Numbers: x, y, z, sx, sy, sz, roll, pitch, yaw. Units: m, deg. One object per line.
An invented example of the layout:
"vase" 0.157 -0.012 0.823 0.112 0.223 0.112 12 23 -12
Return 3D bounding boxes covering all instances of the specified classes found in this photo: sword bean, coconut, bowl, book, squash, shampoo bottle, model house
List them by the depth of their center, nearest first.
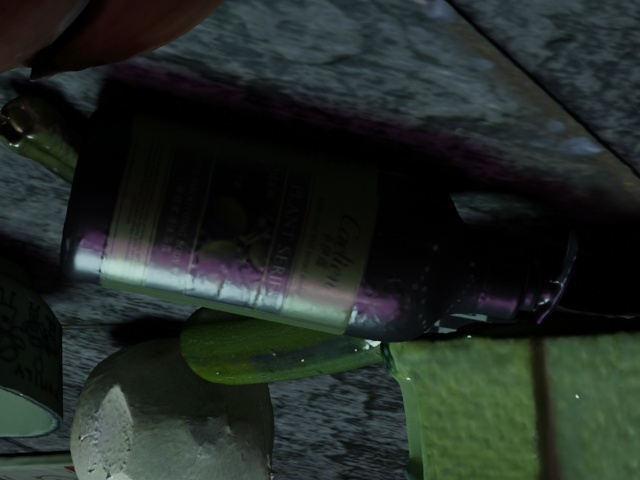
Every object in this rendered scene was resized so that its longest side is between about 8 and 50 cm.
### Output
"shampoo bottle" 0.000 0.000 1.085 0.284 0.101 0.101 12 161 -5
"model house" 0.160 0.141 1.183 0.214 0.189 0.195 -4 177 30
"sword bean" -0.132 -0.024 1.192 0.043 0.038 0.269 -19 155 9
"squash" -0.017 0.064 1.343 0.066 0.066 0.229 25 155 -36
"bowl" -0.281 0.067 1.421 0.211 0.112 0.211 11 162 4
"coconut" -0.112 0.157 1.519 0.161 0.161 0.162 18 168 -21
"book" -0.240 0.264 2.116 0.232 0.022 0.162 -9 152 45

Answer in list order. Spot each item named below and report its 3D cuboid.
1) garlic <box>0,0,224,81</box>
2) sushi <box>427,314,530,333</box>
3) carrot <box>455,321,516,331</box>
"garlic" -0.126 -0.148 0.655 0.160 0.191 0.214 29 -176 28
"sushi" 0.174 0.096 1.374 0.201 0.031 0.139 12 161 -4
"carrot" 0.168 0.072 1.300 0.165 0.035 0.035 -1 160 4
